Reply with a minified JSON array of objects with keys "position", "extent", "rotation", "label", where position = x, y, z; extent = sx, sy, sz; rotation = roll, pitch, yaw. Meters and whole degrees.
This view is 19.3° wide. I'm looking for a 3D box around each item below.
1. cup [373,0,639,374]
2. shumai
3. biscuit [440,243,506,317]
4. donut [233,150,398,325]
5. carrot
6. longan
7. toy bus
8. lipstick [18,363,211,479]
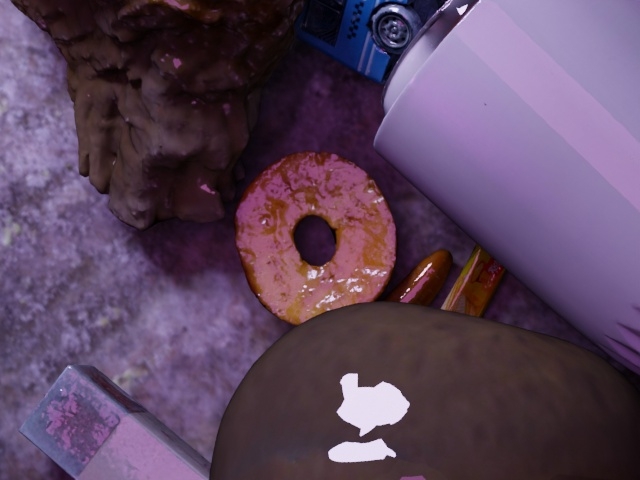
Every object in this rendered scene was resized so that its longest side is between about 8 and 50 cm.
[{"position":[0.244,-0.055,1.483],"extent":[0.371,0.253,0.253],"rotation":[44,94,8],"label":"cup"},{"position":[-0.126,-0.178,1.610],"extent":[0.346,0.217,0.283],"rotation":[12,131,42],"label":"shumai"},{"position":[0.093,0.111,1.607],"extent":[0.048,0.026,0.292],"rotation":[28,91,-10],"label":"biscuit"},{"position":[0.000,0.000,1.616],"extent":[0.152,0.058,0.151],"rotation":[-1,85,12],"label":"donut"},{"position":[0.029,0.102,1.612],"extent":[0.043,0.043,0.248],"rotation":[43,92,11],"label":"carrot"},{"position":[0.095,0.202,1.442],"extent":[0.361,0.361,0.360],"rotation":[-1,85,11],"label":"longan"},{"position":[0.062,-0.263,1.547],"extent":[0.134,0.113,0.246],"rotation":[27,126,18],"label":"toy bus"},{"position":[-0.088,0.249,1.604],"extent":[0.371,0.076,0.079],"rotation":[38,92,11],"label":"lipstick"}]
